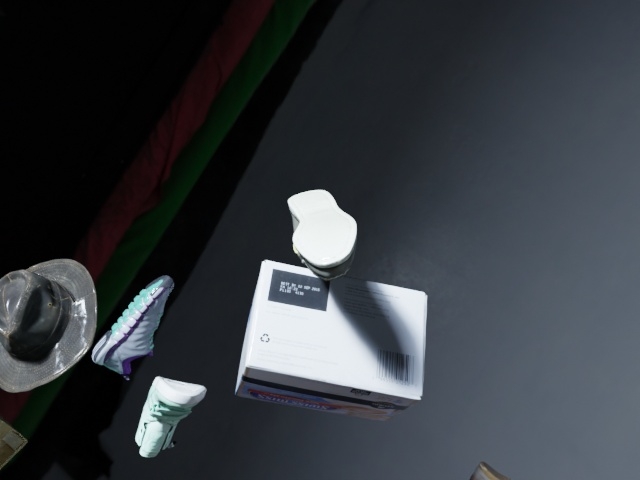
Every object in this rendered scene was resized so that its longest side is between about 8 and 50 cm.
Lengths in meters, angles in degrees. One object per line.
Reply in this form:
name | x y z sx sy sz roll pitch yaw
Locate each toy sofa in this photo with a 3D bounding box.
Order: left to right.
toy sofa | -1.089 0.588 1.858 0.150 0.177 0.363 -49 -19 -28

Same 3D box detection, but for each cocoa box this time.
cocoa box | 0.017 0.217 1.237 0.228 0.347 0.231 114 166 -59

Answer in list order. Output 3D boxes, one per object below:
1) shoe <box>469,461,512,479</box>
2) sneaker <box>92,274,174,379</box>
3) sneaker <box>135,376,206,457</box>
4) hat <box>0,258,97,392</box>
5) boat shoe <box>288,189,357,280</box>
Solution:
shoe | 0.476 0.649 1.536 0.058 0.219 0.076 -52 12 4
sneaker | -0.355 0.175 1.207 0.224 0.098 0.083 -48 22 0
sneaker | -0.289 0.343 1.134 0.256 0.094 0.151 150 136 -66
hat | -0.663 0.162 1.337 0.331 0.331 0.134 -54 -29 -17
boat shoe | 0.005 -0.001 1.047 0.305 0.109 0.091 -112 11 -65
